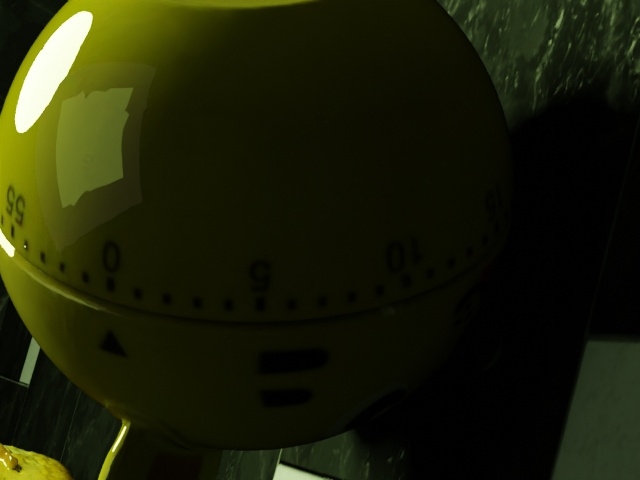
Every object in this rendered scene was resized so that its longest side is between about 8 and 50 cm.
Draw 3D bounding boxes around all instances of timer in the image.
[{"bbox_3d":[-0.040,0.004,1.026,0.376,0.376,0.387,-107,15,-61],"label":"timer"}]

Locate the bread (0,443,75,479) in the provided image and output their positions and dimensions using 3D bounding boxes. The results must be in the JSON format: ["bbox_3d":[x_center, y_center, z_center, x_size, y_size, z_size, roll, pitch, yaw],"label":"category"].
[{"bbox_3d":[-0.434,0.417,1.994,0.337,0.204,0.358,-163,87,-70],"label":"bread"}]
